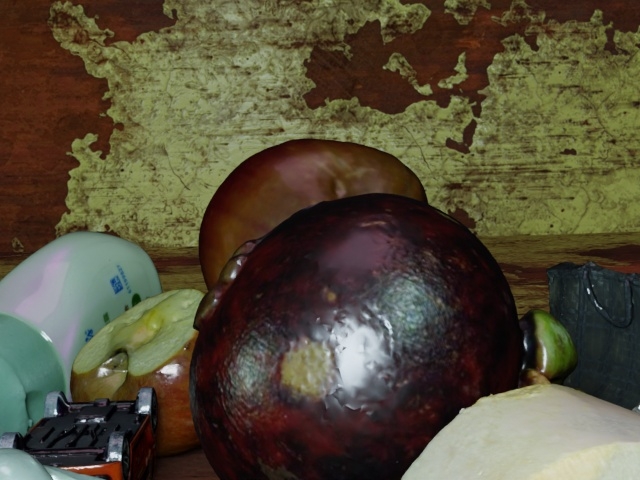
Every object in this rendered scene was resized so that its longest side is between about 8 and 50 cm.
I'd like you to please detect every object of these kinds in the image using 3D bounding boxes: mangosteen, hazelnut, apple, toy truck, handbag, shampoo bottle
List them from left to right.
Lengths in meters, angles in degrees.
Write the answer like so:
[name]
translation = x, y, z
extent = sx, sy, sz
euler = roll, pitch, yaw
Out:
[shampoo bottle]
translation = -0.321, 0.127, 1.420
extent = 0.151, 0.222, 0.349
euler = 14, 25, 19
[toy truck]
translation = -0.208, 0.205, 1.110
extent = 0.107, 0.114, 0.253
euler = -1, 6, 1
[apple]
translation = -0.166, 0.149, 1.335
extent = 0.195, 0.160, 0.173
euler = -10, 15, 39
[hazelnut]
translation = 0.000, 0.000, 1.289
extent = 0.251, 0.217, 0.217
euler = -32, 18, -20
[mangosteen]
translation = 0.062, 0.127, 1.051
extent = 0.359, 0.306, 0.306
euler = 33, 10, 1
[handbag]
translation = 0.340, 0.114, 1.423
extent = 0.088, 0.175, 0.270
euler = -7, 7, -22

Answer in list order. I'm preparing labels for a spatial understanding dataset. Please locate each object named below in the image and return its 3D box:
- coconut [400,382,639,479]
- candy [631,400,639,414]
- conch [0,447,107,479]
[coconut]
translation = 0.140, 0.199, 0.624
extent = 0.239, 0.239, 0.244
euler = -3, 4, -12
[candy]
translation = 0.376, 0.157, 1.004
extent = 0.195, 0.137, 0.185
euler = 28, -5, -41
[conch]
translation = -0.169, 0.219, 0.892
extent = 0.221, 0.121, 0.185
euler = 24, 19, -26
